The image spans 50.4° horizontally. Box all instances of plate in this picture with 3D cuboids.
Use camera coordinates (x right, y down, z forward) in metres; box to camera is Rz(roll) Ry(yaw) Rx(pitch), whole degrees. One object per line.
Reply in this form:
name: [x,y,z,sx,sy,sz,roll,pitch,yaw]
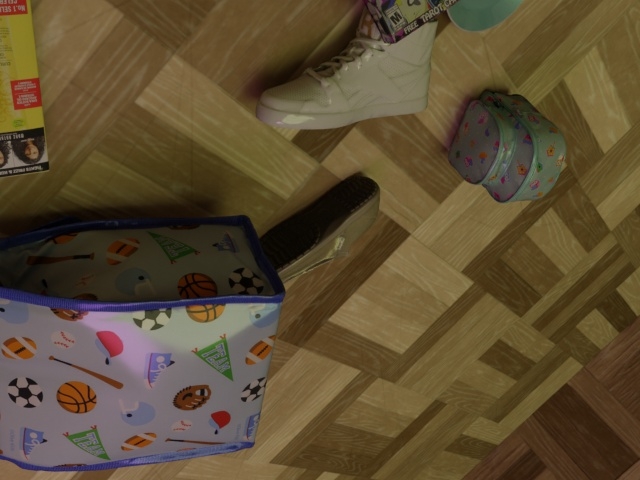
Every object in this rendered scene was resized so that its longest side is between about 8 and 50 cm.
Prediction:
plate: [0.259,-0.409,1.032,0.188,0.024,0.188,-22,139,-20]

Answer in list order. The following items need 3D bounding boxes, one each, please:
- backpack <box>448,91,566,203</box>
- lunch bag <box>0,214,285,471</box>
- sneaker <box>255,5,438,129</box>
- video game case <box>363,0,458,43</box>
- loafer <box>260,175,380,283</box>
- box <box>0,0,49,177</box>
backpack: [0.328,-0.158,1.197,0.145,0.188,0.165,-6,132,-34]
lunch bag: [-0.280,0.143,0.958,0.386,0.239,0.327,-5,125,-23]
sneaker: [0.041,-0.257,0.961,0.293,0.108,0.169,-17,130,-31]
video game case: [0.134,-0.403,0.863,0.232,0.042,0.210,-34,114,-5]
loafer: [0.000,0.000,1.166,0.269,0.102,0.092,-35,135,-6]
box: [-0.357,-0.180,0.750,0.087,0.058,0.232,-12,134,-28]
